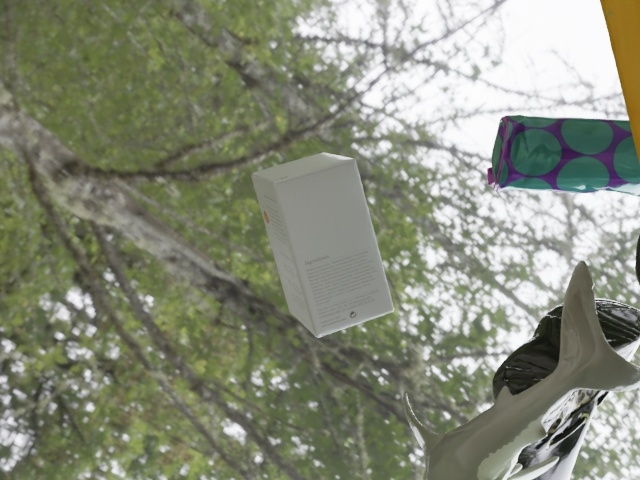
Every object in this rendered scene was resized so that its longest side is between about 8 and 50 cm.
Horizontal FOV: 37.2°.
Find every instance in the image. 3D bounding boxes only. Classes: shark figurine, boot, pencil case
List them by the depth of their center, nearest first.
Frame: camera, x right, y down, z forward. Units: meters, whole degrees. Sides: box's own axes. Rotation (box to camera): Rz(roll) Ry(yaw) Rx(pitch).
[{"bbox_3d":[0.116,0.144,0.732,0.116,0.166,0.278,53,-37,28],"label":"shark figurine"},{"bbox_3d":[0.210,-0.063,0.739,0.152,0.070,0.064,4,-111,3],"label":"pencil case"},{"bbox_3d":[0.233,0.168,0.925,0.085,0.178,0.236,23,-147,35],"label":"boot"}]

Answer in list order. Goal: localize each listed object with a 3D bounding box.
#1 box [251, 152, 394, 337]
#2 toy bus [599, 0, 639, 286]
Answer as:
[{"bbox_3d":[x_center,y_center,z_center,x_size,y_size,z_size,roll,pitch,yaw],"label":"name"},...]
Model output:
[{"bbox_3d":[0.000,0.000,1.030,0.091,0.170,0.130,-17,-168,-11],"label":"box"},{"bbox_3d":[0.175,-0.112,0.351,0.130,0.108,0.332,-28,-114,51],"label":"toy bus"}]
